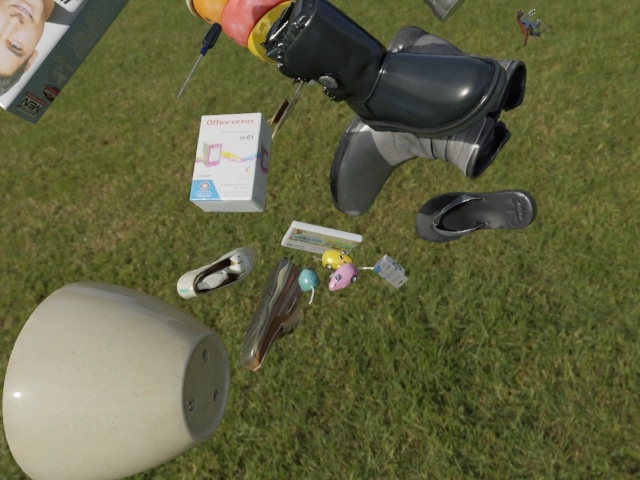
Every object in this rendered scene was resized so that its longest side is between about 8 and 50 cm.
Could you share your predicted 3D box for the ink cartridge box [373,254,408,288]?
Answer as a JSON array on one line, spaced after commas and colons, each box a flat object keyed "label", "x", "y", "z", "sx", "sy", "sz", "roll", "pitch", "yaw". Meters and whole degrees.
[{"label": "ink cartridge box", "x": 0.185, "y": 0.081, "z": 1.422, "sx": 0.048, "sy": 0.083, "sz": 0.028, "roll": -44, "pitch": 13, "yaw": 33}]

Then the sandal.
[{"label": "sandal", "x": 0.282, "y": -0.051, "z": 1.054, "sx": 0.254, "sy": 0.097, "sz": 0.054, "roll": -13, "pitch": 7, "yaw": 46}]

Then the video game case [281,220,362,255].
[{"label": "video game case", "x": 0.000, "y": 0.000, "z": 1.782, "sx": 0.226, "sy": 0.206, "sz": 0.026, "roll": 12, "pitch": 71, "yaw": -10}]

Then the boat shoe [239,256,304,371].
[{"label": "boat shoe", "x": -0.103, "y": 0.188, "z": 1.405, "sx": 0.122, "sy": 0.119, "sz": 0.324, "roll": -42, "pitch": 22, "yaw": 49}]

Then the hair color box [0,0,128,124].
[{"label": "hair color box", "x": -0.590, "y": -0.459, "z": 1.155, "sx": 0.185, "sy": 0.113, "sz": 0.375, "roll": 36, "pitch": 88, "yaw": 3}]

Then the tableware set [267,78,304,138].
[{"label": "tableware set", "x": -0.063, "y": -0.311, "z": 1.137, "sx": 0.039, "sy": 0.194, "sz": 0.128, "roll": 31, "pitch": 37, "yaw": -6}]

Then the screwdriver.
[{"label": "screwdriver", "x": -0.218, "y": -0.325, "z": 0.986, "sx": 0.025, "sy": 0.024, "sz": 0.170, "roll": 4, "pitch": 65, "yaw": 37}]

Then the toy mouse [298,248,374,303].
[{"label": "toy mouse", "x": 0.011, "y": 0.059, "z": 0.983, "sx": 0.160, "sy": 0.031, "sz": 0.143, "roll": 2, "pitch": 32, "yaw": 36}]

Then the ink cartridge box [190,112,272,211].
[{"label": "ink cartridge box", "x": -0.117, "y": -0.103, "z": 0.725, "sx": 0.088, "sy": 0.052, "sz": 0.123, "roll": 0, "pitch": 74, "yaw": 15}]

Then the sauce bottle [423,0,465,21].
[{"label": "sauce bottle", "x": 0.118, "y": -0.530, "z": 0.959, "sx": 0.111, "sy": 0.111, "sz": 0.344, "roll": -40, "pitch": 87, "yaw": -28}]

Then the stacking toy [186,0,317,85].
[{"label": "stacking toy", "x": -0.156, "y": -0.673, "z": 1.685, "sx": 0.350, "sy": 0.351, "sz": 0.480, "roll": -33, "pitch": 81, "yaw": -22}]

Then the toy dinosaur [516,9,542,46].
[{"label": "toy dinosaur", "x": 0.443, "y": -0.469, "z": 1.182, "sx": 0.090, "sy": 0.047, "sz": 0.082, "roll": -36, "pitch": 40, "yaw": -8}]

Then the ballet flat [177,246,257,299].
[{"label": "ballet flat", "x": -0.156, "y": 0.056, "z": 0.902, "sx": 0.052, "sy": 0.057, "sz": 0.168, "roll": -5, "pitch": 17, "yaw": 45}]

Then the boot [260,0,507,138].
[{"label": "boot", "x": 0.060, "y": -0.206, "z": 0.637, "sx": 0.246, "sy": 0.207, "sz": 0.094, "roll": 15, "pitch": 81, "yaw": 58}]

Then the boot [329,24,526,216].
[{"label": "boot", "x": 0.157, "y": -0.148, "z": 0.861, "sx": 0.222, "sy": 0.338, "sz": 0.118, "roll": 37, "pitch": 28, "yaw": 31}]

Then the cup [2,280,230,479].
[{"label": "cup", "x": -0.287, "y": 0.230, "z": 0.889, "sx": 0.236, "sy": 0.331, "sz": 0.331, "roll": -2, "pitch": 40, "yaw": 15}]
